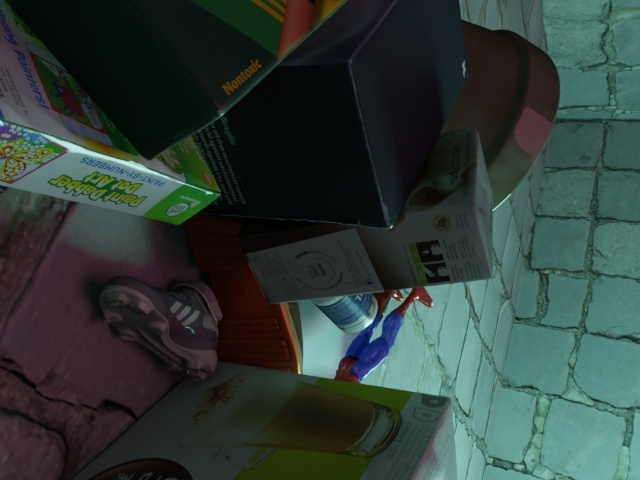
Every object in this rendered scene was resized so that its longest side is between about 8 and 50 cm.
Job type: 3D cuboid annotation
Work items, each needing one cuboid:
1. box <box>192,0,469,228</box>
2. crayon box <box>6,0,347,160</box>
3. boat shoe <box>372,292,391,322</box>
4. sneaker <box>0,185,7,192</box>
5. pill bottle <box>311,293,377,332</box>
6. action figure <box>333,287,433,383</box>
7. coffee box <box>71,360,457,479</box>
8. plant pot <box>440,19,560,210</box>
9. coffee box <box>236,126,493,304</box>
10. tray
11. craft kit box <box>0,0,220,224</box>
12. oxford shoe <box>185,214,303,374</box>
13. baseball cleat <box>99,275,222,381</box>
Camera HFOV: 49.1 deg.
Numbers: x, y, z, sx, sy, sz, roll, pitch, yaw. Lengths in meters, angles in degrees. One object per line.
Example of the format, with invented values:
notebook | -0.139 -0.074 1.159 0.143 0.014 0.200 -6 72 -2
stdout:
box | -0.028 -0.177 0.738 0.296 0.294 0.183 -60 145 -42
crayon box | -0.090 -0.289 0.488 0.313 0.106 0.363 51 51 -18
boat shoe | 0.077 0.127 1.265 0.207 0.073 0.073 -46 137 -42
sneaker | -0.329 -0.028 0.375 0.315 0.127 0.182 7 103 -70
pill bottle | 0.022 0.067 0.922 0.120 0.067 0.067 48 52 -43
action figure | 0.069 0.198 0.990 0.280 0.091 0.139 -46 121 -29
coffee box | -0.058 0.371 0.734 0.337 0.334 0.338 -40 128 -53
plant pot | 0.133 -0.210 1.033 0.280 0.323 0.323 25 68 -25
coffee box | 0.053 -0.024 0.749 0.141 0.246 0.098 -74 149 -49
tray | 0.007 0.099 0.989 0.145 0.030 0.270 -9 107 -46
craft kit box | -0.200 -0.140 0.495 0.250 0.061 0.246 61 18 17
oxford shoe | -0.069 0.079 0.898 0.133 0.130 0.364 -45 134 -60
baseball cleat | -0.171 0.075 0.771 0.206 0.072 0.109 66 24 -51
